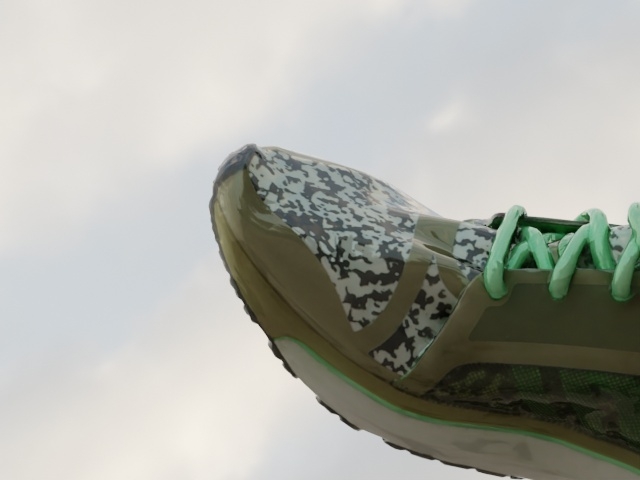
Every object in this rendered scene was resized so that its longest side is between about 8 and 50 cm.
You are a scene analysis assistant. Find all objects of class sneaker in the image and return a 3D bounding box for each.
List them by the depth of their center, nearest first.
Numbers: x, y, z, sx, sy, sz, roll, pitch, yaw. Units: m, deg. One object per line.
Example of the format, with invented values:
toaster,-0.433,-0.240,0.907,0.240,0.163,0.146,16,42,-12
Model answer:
sneaker,0.148,0.029,0.935,0.410,0.158,0.182,26,-57,-4
